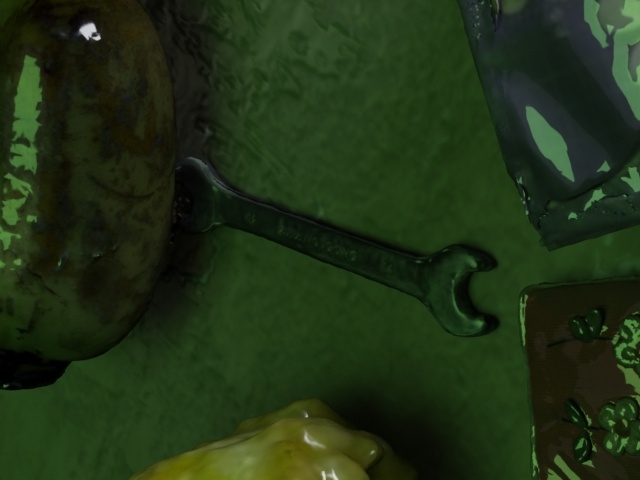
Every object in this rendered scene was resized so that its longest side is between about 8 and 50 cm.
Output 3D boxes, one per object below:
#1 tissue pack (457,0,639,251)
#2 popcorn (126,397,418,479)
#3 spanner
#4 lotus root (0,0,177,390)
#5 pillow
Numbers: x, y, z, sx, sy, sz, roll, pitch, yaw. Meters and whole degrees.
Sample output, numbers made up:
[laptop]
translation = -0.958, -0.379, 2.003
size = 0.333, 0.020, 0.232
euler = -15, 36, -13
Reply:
[tissue pack]
translation = 0.220, -0.152, 0.633
size = 0.343, 0.125, 0.242
euler = -16, 88, 39
[popcorn]
translation = -0.042, 0.236, 0.875
size = 0.241, 0.235, 0.250
euler = -19, 100, 23
[spanner]
translation = 0.000, 0.000, 0.922
size = 0.254, 0.015, 0.054
euler = 20, 114, 36
[lotus root]
translation = -0.171, -0.063, 0.960
size = 0.173, 0.173, 0.309
euler = 23, 114, 34
[pillow]
translation = 0.203, 0.074, 0.750
size = 0.232, 0.043, 0.126
euler = -4, 96, 39
